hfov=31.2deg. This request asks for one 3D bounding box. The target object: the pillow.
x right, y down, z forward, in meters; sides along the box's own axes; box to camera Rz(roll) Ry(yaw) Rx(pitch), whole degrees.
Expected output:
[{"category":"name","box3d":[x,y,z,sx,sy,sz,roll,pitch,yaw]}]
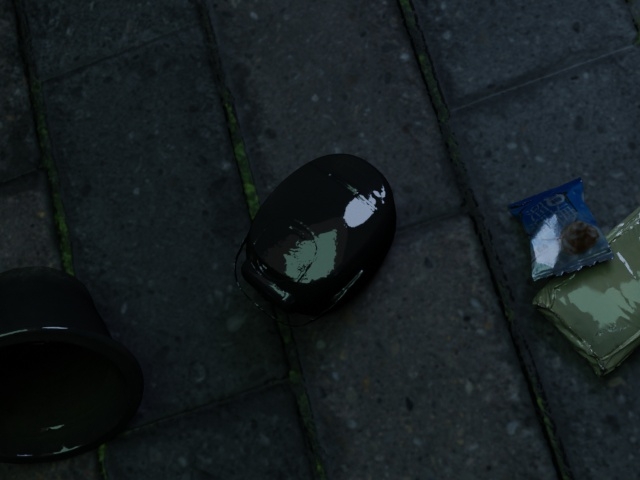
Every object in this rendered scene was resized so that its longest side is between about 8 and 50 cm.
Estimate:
[{"category":"pillow","box3d":[0.334,0.037,1.208,0.208,0.053,0.119,-39,64,1]}]

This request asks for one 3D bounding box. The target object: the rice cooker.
[{"category":"rice cooker","box3d":[-0.001,0.001,1.284,0.142,0.118,0.203,40,85,24]}]

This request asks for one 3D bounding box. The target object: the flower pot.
[{"category":"flower pot","box3d":[-0.325,0.126,1.301,0.235,0.235,0.148,-24,48,7]}]

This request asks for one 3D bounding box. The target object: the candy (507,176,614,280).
[{"category":"candy","box3d":[0.258,-0.011,1.242,0.088,0.038,0.136,-19,42,10]}]
